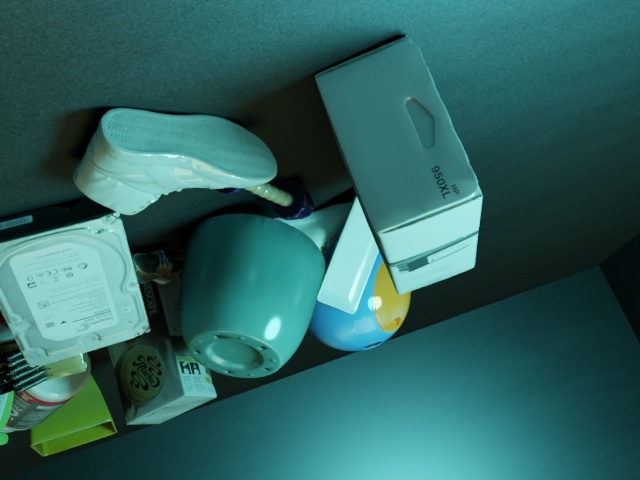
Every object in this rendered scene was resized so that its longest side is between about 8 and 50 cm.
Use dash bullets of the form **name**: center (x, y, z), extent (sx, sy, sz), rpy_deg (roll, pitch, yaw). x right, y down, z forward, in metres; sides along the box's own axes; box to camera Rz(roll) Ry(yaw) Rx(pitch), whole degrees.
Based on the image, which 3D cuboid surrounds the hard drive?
- **hard drive**: center (-0.442, 0.080, 1.271), extent (0.236, 0.064, 0.339), rpy_deg (-15, 141, -16)

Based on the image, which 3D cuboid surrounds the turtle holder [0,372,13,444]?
- **turtle holder**: center (-0.803, 0.326, 1.462), extent (0.227, 0.244, 0.320), rpy_deg (-9, 180, 29)

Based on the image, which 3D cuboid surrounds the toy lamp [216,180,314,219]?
- **toy lamp**: center (-0.092, -0.089, 1.327), extent (0.080, 0.080, 0.274), rpy_deg (-28, 161, 19)

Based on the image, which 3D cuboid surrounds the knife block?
- **knife block**: center (-0.617, 0.246, 1.512), extent (0.241, 0.088, 0.275), rpy_deg (-11, -173, -13)

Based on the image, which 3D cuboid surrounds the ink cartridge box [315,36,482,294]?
- **ink cartridge box**: center (0.139, -0.102, 1.216), extent (0.166, 0.286, 0.395), rpy_deg (-22, 161, 3)

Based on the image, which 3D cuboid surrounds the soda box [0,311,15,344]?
- **soda box**: center (-0.593, 0.155, 1.474), extent (0.216, 0.069, 0.074), rpy_deg (-13, 160, -22)

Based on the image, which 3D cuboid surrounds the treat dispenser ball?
- **treat dispenser ball**: center (0.077, 0.126, 1.772), extent (0.288, 0.288, 0.288), rpy_deg (-19, 161, -7)

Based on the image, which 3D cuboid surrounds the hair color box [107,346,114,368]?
- **hair color box**: center (-0.349, 0.253, 1.898), extent (0.374, 0.114, 0.185), rpy_deg (-21, 165, -6)

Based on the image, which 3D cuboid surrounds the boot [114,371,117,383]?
- **boot**: center (-0.343, 0.214, 1.746), extent (0.222, 0.338, 0.118), rpy_deg (7, 135, 28)

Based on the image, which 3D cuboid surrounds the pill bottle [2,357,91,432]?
- **pill bottle**: center (-0.693, 0.345, 1.718), extent (0.176, 0.176, 0.318), rpy_deg (0, 152, -46)

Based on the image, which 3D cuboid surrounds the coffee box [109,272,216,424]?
- **coffee box**: center (-0.357, 0.228, 1.572), extent (0.168, 0.297, 0.119), rpy_deg (-27, 157, 20)

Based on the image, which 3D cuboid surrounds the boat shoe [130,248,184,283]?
- **boat shoe**: center (-0.336, 0.046, 1.471), extent (0.066, 0.066, 0.183), rpy_deg (-30, 170, 9)

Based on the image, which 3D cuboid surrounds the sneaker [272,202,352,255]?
- **sneaker**: center (0.000, 0.000, 1.603), extent (0.290, 0.123, 0.106), rpy_deg (-14, 158, -23)

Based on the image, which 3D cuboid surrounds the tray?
- **tray**: center (0.073, 0.019, 1.588), extent (0.030, 0.271, 0.145), rpy_deg (17, 173, 42)

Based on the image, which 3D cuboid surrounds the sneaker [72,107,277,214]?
- **sneaker**: center (-0.225, -0.110, 1.108), extent (0.292, 0.108, 0.169), rpy_deg (8, 149, -37)

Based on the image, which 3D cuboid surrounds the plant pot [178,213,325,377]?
- **plant pot**: center (-0.148, 0.129, 1.437), extent (0.292, 0.235, 0.293), rpy_deg (5, 143, 4)

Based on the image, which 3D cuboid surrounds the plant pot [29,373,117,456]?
- **plant pot**: center (-0.702, 0.465, 2.018), extent (0.212, 0.187, 0.212), rpy_deg (-14, 160, -17)
